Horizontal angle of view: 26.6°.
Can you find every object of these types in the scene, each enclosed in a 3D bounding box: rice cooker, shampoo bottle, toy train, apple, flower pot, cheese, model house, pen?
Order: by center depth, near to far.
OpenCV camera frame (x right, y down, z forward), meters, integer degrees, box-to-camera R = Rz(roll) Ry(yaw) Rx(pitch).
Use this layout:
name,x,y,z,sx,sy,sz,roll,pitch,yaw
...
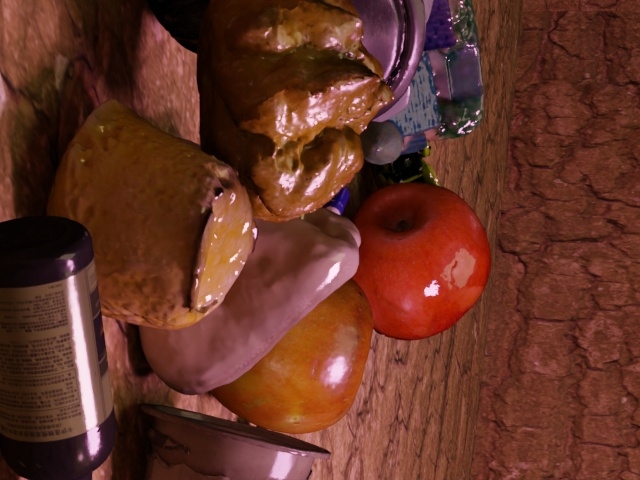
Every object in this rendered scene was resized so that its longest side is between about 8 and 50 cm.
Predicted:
name,x,y,z,sx,sy,sz,roll,pitch,yaw
shampoo bottle,-0.227,0.125,1.141,0.101,0.101,0.284,-55,144,-63
flower pot,-0.109,0.291,1.429,0.212,0.212,0.203,38,64,-71
cheese,-0.122,0.031,1.448,0.248,0.251,0.174,-55,-173,15
rice cooker,0.008,-0.280,1.637,0.317,0.264,0.317,49,27,-37
apple,-0.045,0.120,1.661,0.237,0.207,0.237,14,90,-90
model house,0.111,-0.278,2.030,0.280,0.245,0.312,-43,127,-78
pen,0.000,0.000,2.064,0.269,0.033,0.033,-68,155,-52
apple,0.151,0.027,2.222,0.206,0.251,0.272,59,44,-32
toy train,0.146,-0.109,2.404,0.160,0.100,0.296,-126,-164,-54

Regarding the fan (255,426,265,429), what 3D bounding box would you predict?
name,x,y,z,sx,sy,sz,roll,pitch,yaw
fan,-0.081,0.262,1.788,0.113,0.005,0.175,115,-26,-60

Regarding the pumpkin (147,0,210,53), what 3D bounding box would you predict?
name,x,y,z,sx,sy,sz,roll,pitch,yaw
pumpkin,-0.106,-0.283,1.434,0.190,0.146,0.190,2,90,-77

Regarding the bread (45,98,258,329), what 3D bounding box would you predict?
name,x,y,z,sx,sy,sz,roll,pitch,yaw
bread,-0.158,-0.018,1.238,0.197,0.170,0.197,18,90,-77

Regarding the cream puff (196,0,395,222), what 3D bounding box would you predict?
name,x,y,z,sx,sy,sz,roll,pitch,yaw
cream puff,-0.038,-0.144,1.311,0.196,0.244,0.244,-29,133,-19
